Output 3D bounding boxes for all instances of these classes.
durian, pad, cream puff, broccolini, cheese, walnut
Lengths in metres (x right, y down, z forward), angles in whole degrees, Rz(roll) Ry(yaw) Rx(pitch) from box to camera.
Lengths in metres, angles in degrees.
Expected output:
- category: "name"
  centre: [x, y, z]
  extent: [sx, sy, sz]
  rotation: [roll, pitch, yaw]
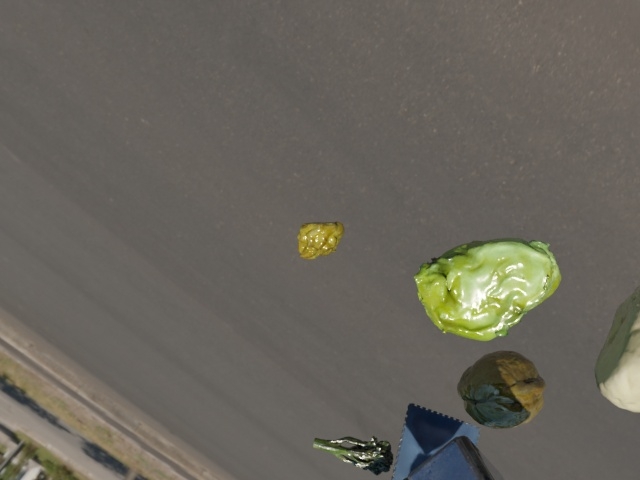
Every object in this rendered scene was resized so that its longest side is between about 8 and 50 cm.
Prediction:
- category: "durian"
  centre: [0.370, 0.094, 1.109]
  extent: [0.255, 0.205, 0.339]
  rotation: [-19, 167, 28]
- category: "pad"
  centre: [0.372, 0.688, 1.683]
  extent: [0.269, 0.269, 0.012]
  rotation: [23, 157, -6]
- category: "cream puff"
  centre: [0.000, 0.000, 1.598]
  extent: [0.146, 0.146, 0.117]
  rotation: [2, 92, 38]
- category: "broccolini"
  centre: [0.082, 0.527, 1.302]
  extent: [0.202, 0.091, 0.068]
  rotation: [7, 176, -4]
- category: "cheese"
  centre: [0.648, 0.229, 0.983]
  extent: [0.251, 0.247, 0.174]
  rotation: [41, 145, 28]
- category: "walnut"
  centre: [0.555, 0.463, 1.630]
  extent: [0.282, 0.282, 0.228]
  rotation: [-12, 84, 47]

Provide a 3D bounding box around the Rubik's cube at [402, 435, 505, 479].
- category: "Rubik's cube"
  centre: [0.303, 0.659, 1.056]
  extent: [0.318, 0.313, 0.316]
  rotation: [48, -175, -15]
